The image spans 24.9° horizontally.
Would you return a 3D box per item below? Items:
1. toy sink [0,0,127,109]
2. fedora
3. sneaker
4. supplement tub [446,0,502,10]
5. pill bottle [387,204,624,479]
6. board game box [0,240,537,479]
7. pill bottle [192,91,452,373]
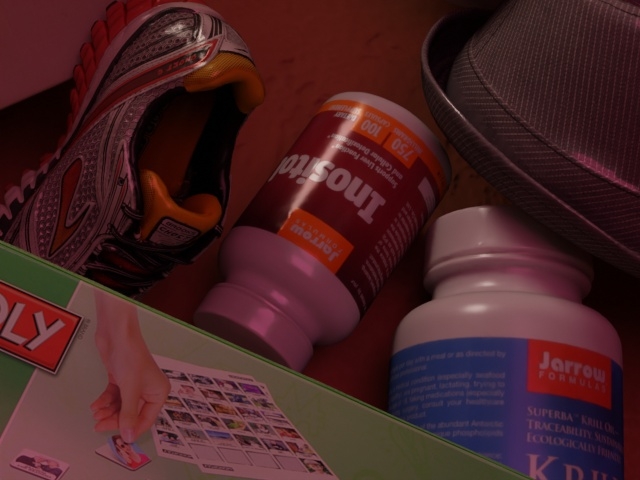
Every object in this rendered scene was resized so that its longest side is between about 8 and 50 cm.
[{"bbox_3d":[-0.193,-0.190,0.718,0.152,0.131,0.234,-28,117,-22],"label":"toy sink"},{"bbox_3d":[0.195,-0.080,0.786,0.275,0.124,0.244,25,31,-7],"label":"fedora"},{"bbox_3d":[-0.102,-0.011,0.708,0.088,0.092,0.225,12,109,-43],"label":"sneaker"},{"bbox_3d":[0.117,-0.329,0.841,0.241,0.241,0.331,-15,77,-19],"label":"supplement tub"},{"bbox_3d":[0.095,0.099,0.753,0.124,0.124,0.222,8,70,-13],"label":"pill bottle"},{"bbox_3d":[-0.090,0.117,0.437,0.317,0.046,0.214,24,62,-2],"label":"board game box"},{"bbox_3d":[0.000,0.000,0.781,0.086,0.086,0.152,35,66,-2],"label":"pill bottle"}]
